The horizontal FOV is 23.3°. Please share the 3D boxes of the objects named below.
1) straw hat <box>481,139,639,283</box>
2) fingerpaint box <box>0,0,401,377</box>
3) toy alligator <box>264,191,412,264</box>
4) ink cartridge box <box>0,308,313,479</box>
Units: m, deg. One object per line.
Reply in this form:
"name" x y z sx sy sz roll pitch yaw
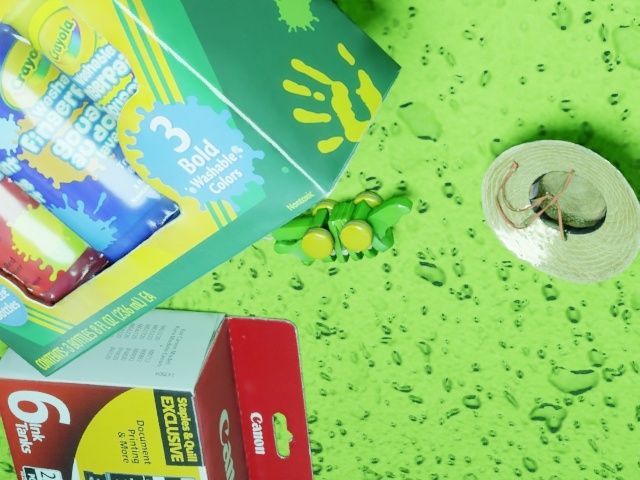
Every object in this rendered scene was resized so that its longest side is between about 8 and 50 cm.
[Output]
"straw hat" 0.213 -0.038 1.308 0.144 0.061 0.144 18 128 25
"fingerpaint box" -0.225 -0.118 1.250 0.371 0.163 0.445 43 138 -15
"toy alligator" 0.000 0.000 1.397 0.190 0.056 0.051 -12 121 23
"ink cartridge box" -0.154 0.224 1.555 0.272 0.130 0.309 2 125 13
